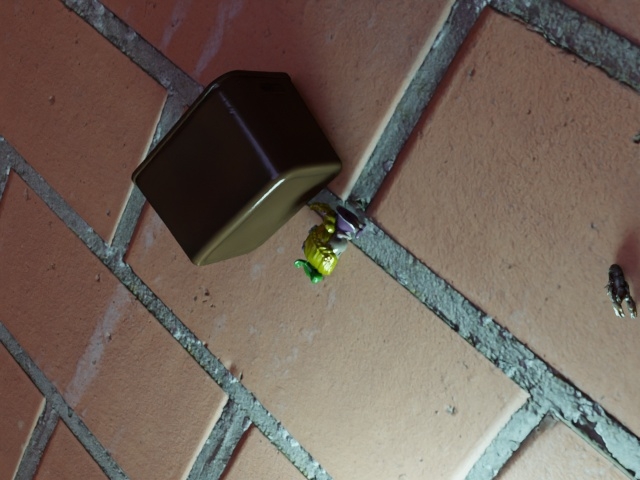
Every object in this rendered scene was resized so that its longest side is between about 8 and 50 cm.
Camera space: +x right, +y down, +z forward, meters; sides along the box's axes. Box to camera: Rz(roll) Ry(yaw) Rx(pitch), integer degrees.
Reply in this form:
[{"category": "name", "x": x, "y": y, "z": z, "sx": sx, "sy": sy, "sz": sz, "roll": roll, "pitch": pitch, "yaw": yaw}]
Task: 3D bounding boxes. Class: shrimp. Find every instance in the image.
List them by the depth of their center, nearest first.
[{"category": "shrimp", "x": 0.472, "y": 0.085, "z": 1.085, "sx": 0.029, "sy": 0.038, "sz": 0.092, "roll": 136, "pitch": 113, "yaw": -75}]

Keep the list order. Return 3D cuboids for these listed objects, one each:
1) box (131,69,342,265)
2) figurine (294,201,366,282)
[{"category": "box", "x": -0.160, "y": -0.135, "z": 1.350, "sx": 0.339, "sy": 0.239, "sz": 0.229, "roll": -41, "pitch": 76, "yaw": 30}, {"category": "figurine", "x": 0.000, "y": 0.000, "z": 1.346, "sx": 0.115, "sy": 0.095, "sz": 0.156, "roll": 39, "pitch": 112, "yaw": 10}]
